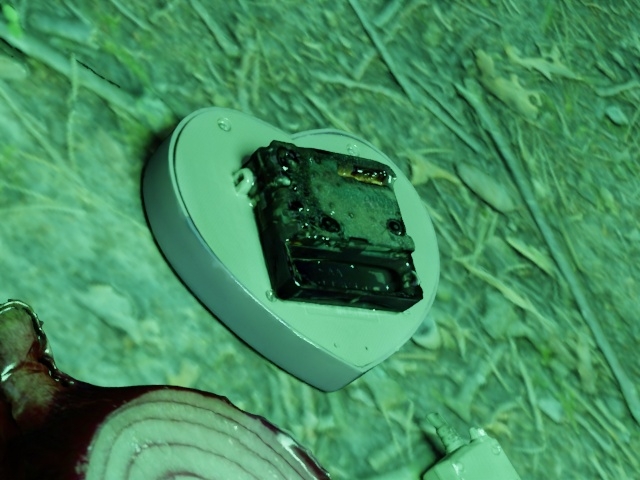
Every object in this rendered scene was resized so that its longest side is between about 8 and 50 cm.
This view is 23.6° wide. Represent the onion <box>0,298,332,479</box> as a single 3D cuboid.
[{"bbox_3d":[-0.093,0.126,0.636,0.218,0.140,0.195,48,35,-1],"label":"onion"}]

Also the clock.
[{"bbox_3d":[0.000,0.000,0.885,0.198,0.064,0.172,8,53,-38],"label":"clock"}]

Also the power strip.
[{"bbox_3d":[0.113,0.180,0.871,0.047,0.030,0.191,-20,75,-48],"label":"power strip"}]
